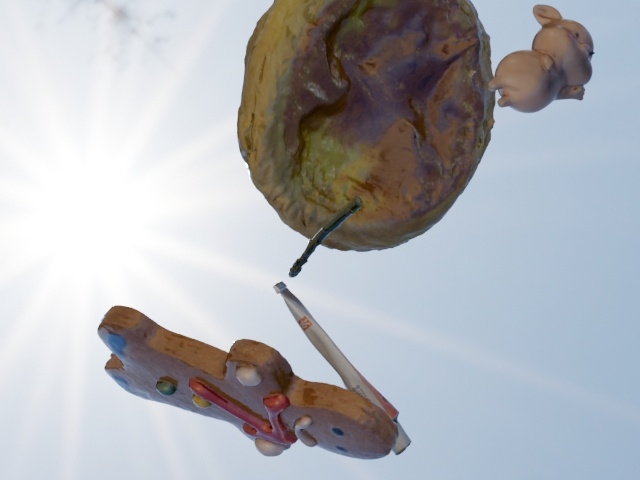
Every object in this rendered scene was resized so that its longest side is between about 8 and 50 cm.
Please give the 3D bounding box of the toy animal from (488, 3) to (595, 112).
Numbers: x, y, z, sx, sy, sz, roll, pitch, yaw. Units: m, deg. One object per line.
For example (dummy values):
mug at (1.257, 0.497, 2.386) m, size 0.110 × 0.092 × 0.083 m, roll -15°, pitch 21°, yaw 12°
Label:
toy animal at (0.239, -0.189, 2.027) m, size 0.089 × 0.083 × 0.150 m, roll 31°, pitch -128°, yaw 32°

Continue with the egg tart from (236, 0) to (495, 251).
egg tart at (0.052, -0.204, 2.642) m, size 0.178 × 0.443 × 0.443 m, roll 12°, pitch -117°, yaw 54°

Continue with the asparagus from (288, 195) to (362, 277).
asparagus at (0.000, 0.000, 1.999) m, size 0.163 × 0.016 × 0.016 m, roll -48°, pitch -158°, yaw 45°

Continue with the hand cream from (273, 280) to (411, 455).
hand cream at (0.021, 0.129, 1.944) m, size 0.038 × 0.216 × 0.052 m, roll -36°, pitch 179°, yaw -23°

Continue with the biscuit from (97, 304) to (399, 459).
biscuit at (-0.077, 0.157, 1.904) m, size 0.324 × 0.205 × 0.049 m, roll 17°, pitch -118°, yaw 10°
